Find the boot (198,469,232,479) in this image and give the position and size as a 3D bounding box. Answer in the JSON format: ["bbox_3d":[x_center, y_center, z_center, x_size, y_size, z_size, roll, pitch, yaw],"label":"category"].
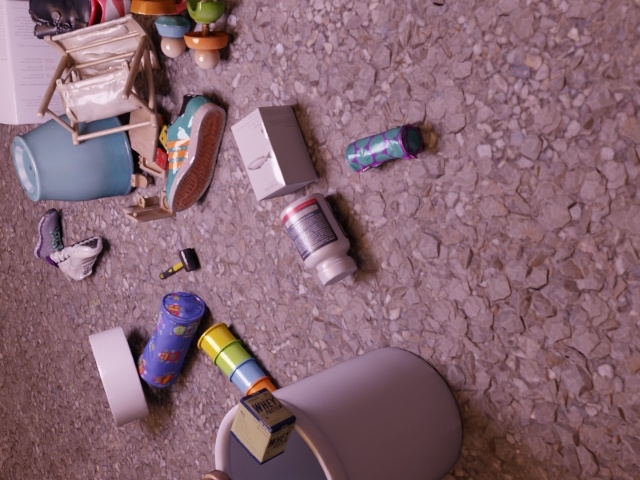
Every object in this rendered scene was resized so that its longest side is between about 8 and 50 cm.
[{"bbox_3d":[-0.142,0.540,1.241,0.305,0.115,0.112,34,120,31],"label":"boot"}]

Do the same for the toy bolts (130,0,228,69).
[{"bbox_3d":[-0.345,-0.491,1.659,0.228,0.218,0.158,40,134,51],"label":"toy bolts"}]

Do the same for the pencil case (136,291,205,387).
[{"bbox_3d":[-0.417,0.271,1.964,0.133,0.119,0.306,-106,35,-46],"label":"pencil case"}]

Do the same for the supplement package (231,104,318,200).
[{"bbox_3d":[-0.101,-0.192,1.554,0.105,0.105,0.179,-25,84,43],"label":"supplement package"}]

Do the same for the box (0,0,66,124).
[{"bbox_3d":[-0.849,-0.525,2.099,0.168,0.215,0.345,13,109,41],"label":"box"}]

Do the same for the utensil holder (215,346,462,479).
[{"bbox_3d":[0.044,0.404,1.377,0.328,0.385,0.327,13,109,40],"label":"utensil holder"}]

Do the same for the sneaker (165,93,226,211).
[{"bbox_3d":[-0.331,-0.221,1.771,0.121,0.108,0.302,38,116,31],"label":"sneaker"}]

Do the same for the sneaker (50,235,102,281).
[{"bbox_3d":[-0.755,0.060,2.248,0.292,0.110,0.118,-15,98,53],"label":"sneaker"}]

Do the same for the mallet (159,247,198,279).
[{"bbox_3d":[-0.393,0.083,1.955,0.190,0.039,0.062,-38,77,47],"label":"mallet"}]

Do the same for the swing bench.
[{"bbox_3d":[-0.556,-0.409,1.807,0.253,0.165,0.254,-9,68,15],"label":"swing bench"}]

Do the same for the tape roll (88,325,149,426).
[{"bbox_3d":[-0.597,0.402,2.102,0.286,0.100,0.286,53,153,43],"label":"tape roll"}]

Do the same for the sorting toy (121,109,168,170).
[{"bbox_3d":[-0.454,-0.292,1.897,0.274,0.046,0.132,34,122,38],"label":"sorting toy"}]

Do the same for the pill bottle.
[{"bbox_3d":[0.000,0.000,1.506,0.108,0.108,0.180,-40,72,42],"label":"pill bottle"}]

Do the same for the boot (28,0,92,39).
[{"bbox_3d":[-0.694,-0.662,1.937,0.207,0.094,0.246,9,117,4],"label":"boot"}]

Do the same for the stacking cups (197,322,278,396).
[{"bbox_3d":[-0.179,0.343,1.775,0.316,0.096,0.096,43,127,26],"label":"stacking cups"}]

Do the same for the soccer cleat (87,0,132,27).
[{"bbox_3d":[-0.582,-0.516,1.916,0.109,0.116,0.318,27,118,36],"label":"soccer cleat"}]

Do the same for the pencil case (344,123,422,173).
[{"bbox_3d":[0.121,-0.175,1.377,0.152,0.064,0.070,-14,75,45],"label":"pencil case"}]

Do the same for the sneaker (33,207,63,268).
[{"bbox_3d":[-0.893,-0.008,2.386,0.098,0.083,0.223,34,129,8],"label":"sneaker"}]

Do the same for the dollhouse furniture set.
[{"bbox_3d":[-0.479,-0.148,1.908,0.144,0.123,0.151,24,116,37],"label":"dollhouse furniture set"}]

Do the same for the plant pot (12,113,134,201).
[{"bbox_3d":[-0.698,-0.223,1.972,0.272,0.255,0.271,29,129,43],"label":"plant pot"}]

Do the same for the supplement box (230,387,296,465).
[{"bbox_3d":[-0.096,0.307,1.175,0.083,0.056,0.083,37,124,31],"label":"supplement box"}]
